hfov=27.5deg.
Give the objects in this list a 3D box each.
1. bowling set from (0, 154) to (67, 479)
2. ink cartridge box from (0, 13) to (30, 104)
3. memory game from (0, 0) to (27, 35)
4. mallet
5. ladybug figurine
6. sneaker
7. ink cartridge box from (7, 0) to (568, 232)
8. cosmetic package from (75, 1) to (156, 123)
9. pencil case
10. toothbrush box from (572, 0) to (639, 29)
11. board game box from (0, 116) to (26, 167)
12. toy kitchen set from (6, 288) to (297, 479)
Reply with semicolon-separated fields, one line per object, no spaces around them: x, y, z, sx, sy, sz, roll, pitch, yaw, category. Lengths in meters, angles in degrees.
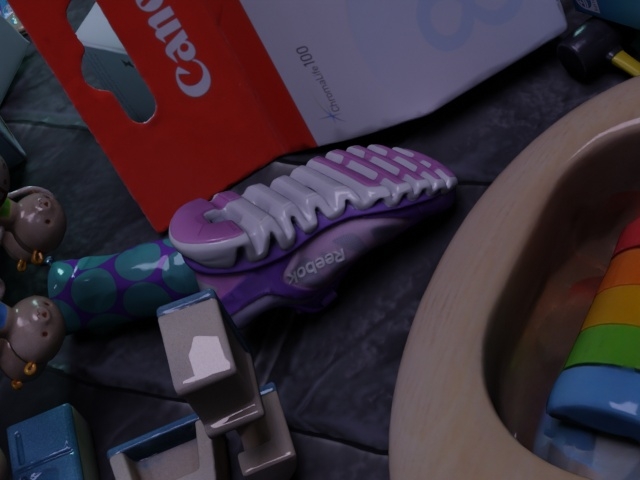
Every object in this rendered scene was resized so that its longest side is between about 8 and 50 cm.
-0.228;0.031;0.904;0.200;0.154;0.287;-40;43;41;bowling set
-0.420;-0.210;1.279;0.212;0.154;0.093;10;69;28;ink cartridge box
-0.345;-0.270;1.396;0.186;0.012;0.186;-10;52;13;memory game
0.277;-0.127;1.032;0.062;0.039;0.190;-44;56;-17;mallet
0.213;0.084;0.806;0.305;0.162;0.449;18;62;31;ladybug figurine
0.000;0.000;1.007;0.236;0.104;0.095;-19;28;-23;sneaker
-0.030;-0.208;1.027;0.385;0.308;0.091;-32;28;-5;ink cartridge box
-0.121;-0.227;1.199;0.085;0.117;0.231;14;63;30;cosmetic package
-0.144;0.031;1.051;0.152;0.064;0.070;-12;26;11;pencil case
0.345;-0.246;0.960;0.216;0.126;0.295;-40;37;-16;toothbrush box
-0.416;-0.038;1.060;0.318;0.318;0.066;-34;85;-7;board game box
-0.140;0.119;0.913;0.207;0.166;0.122;-23;49;3;toy kitchen set
